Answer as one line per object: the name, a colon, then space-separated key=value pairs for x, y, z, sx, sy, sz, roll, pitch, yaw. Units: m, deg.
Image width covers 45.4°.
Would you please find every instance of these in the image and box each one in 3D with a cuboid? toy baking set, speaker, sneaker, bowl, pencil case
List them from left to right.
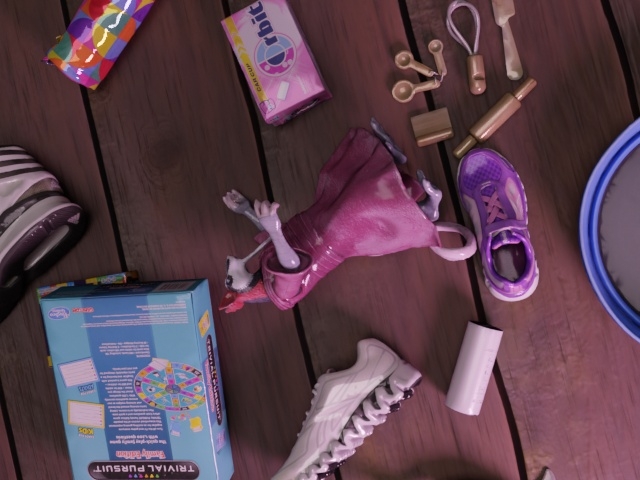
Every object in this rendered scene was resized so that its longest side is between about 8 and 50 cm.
sneaker: x=-0.635 y=0.013 z=1.320 sx=0.447 sy=0.169 sz=0.257 roll=-41 pitch=73 yaw=2
pencil case: x=-0.360 y=-0.365 z=1.267 sx=0.104 sy=0.104 sz=0.236 roll=41 pitch=97 yaw=10
sneaker: x=0.021 y=0.276 z=1.187 sx=0.292 sy=0.110 sz=0.118 roll=-46 pitch=73 yaw=1
toy baking set: x=0.224 y=-0.256 z=1.167 sx=0.256 sy=0.030 sz=0.197 roll=-40 pitch=82 yaw=10
speaker: x=0.232 y=0.191 z=1.156 sx=0.055 sy=0.055 sz=0.136 roll=16 pitch=94 yaw=12
sneaker: x=0.263 y=-0.025 z=1.123 sx=0.095 sy=0.104 sz=0.237 roll=-16 pitch=86 yaw=14
bowl: x=0.561 y=-0.015 z=1.069 sx=0.391 sy=0.077 sz=0.391 roll=0 pitch=90 yaw=13

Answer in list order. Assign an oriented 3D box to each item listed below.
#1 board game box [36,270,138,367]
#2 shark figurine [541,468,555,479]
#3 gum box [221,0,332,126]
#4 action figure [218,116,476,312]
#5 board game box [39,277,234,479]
board game box: x=-0.386 y=0.133 z=1.300 sx=0.170 sy=0.048 sz=0.141 roll=-9 pitch=90 yaw=12
shark figurine: x=0.247 y=0.406 z=1.127 sx=0.278 sy=0.116 sz=0.166 roll=15 pitch=92 yaw=10
gum box: x=-0.067 y=-0.283 z=1.217 sx=0.107 sy=0.062 sz=0.188 roll=-25 pitch=85 yaw=12
action figure: x=0.000 y=0.000 z=1.169 sx=0.370 sy=0.248 sz=0.276 roll=-42 pitch=109 yaw=9
board game box: x=-0.289 y=0.236 z=1.227 sx=0.253 sy=0.079 sz=0.336 roll=-3 pitch=103 yaw=11
